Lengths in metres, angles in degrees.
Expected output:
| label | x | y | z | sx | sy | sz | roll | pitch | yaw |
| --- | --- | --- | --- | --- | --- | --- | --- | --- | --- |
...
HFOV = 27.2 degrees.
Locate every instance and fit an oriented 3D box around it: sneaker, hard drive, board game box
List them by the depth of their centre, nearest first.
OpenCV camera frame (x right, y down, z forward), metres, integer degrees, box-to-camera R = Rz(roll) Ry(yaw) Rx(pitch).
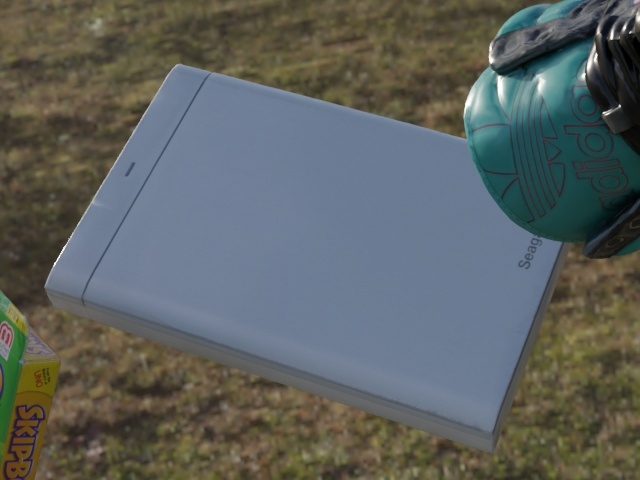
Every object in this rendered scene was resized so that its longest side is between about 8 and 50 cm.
| label | x | y | z | sx | sy | sz | roll | pitch | yaw |
| --- | --- | --- | --- | --- | --- | --- | --- | --- | --- |
| sneaker | 0.136 | -0.058 | 0.538 | 0.178 | 0.124 | 0.295 | -25 | -1 | 27 |
| board game box | -0.227 | 0.142 | 0.852 | 0.039 | 0.260 | 0.124 | -3 | 27 | -39 |
| hard drive | 0.000 | 0.000 | 1.004 | 0.353 | 0.047 | 0.233 | 17 | 60 | 17 |
